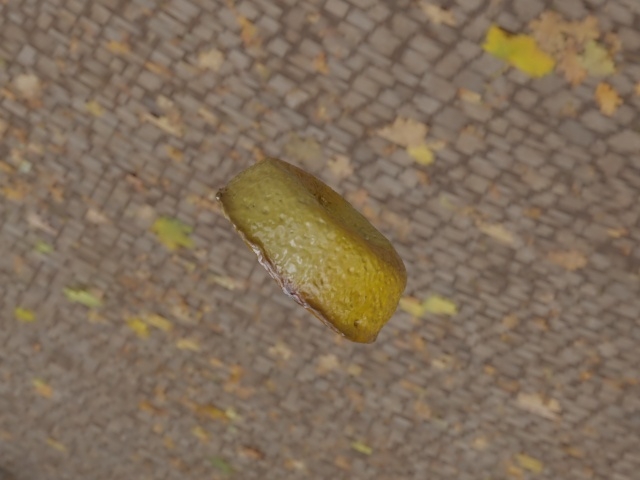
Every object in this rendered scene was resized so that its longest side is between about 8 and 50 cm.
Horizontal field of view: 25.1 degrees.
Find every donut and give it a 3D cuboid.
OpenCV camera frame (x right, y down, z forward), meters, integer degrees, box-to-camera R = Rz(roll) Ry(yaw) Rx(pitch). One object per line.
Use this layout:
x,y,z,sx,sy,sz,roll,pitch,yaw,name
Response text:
0.000,0.000,1.063,0.162,0.065,0.178,44,-171,-5,donut
